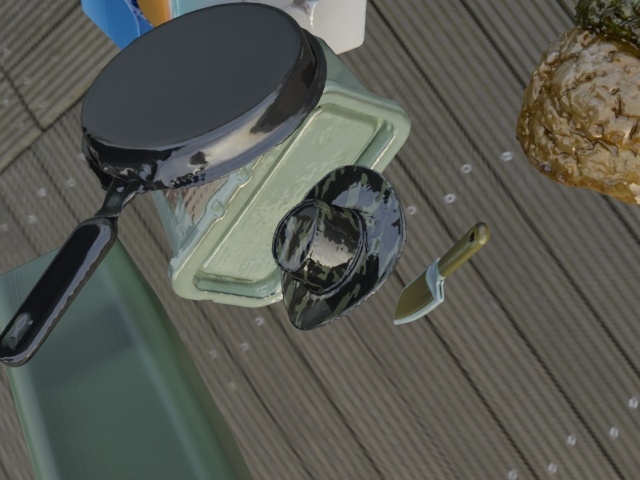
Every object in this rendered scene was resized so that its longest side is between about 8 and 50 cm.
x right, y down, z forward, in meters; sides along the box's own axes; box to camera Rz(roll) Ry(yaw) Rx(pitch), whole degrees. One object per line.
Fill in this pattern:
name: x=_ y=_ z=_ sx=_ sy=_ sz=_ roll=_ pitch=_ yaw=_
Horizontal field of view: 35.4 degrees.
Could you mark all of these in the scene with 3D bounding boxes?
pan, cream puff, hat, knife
pan: x=-0.086 y=-0.040 z=0.489 sx=0.136 sy=0.235 sz=0.028 roll=12 pitch=147 yaw=34
cream puff: x=0.226 y=-0.129 z=0.674 sx=0.183 sy=0.183 sz=0.169 roll=12 pitch=118 yaw=19
hat: x=0.000 y=0.000 z=0.674 sx=0.121 sy=0.050 sz=0.121 roll=-21 pitch=56 yaw=36
knife: x=0.153 y=0.057 z=1.355 sx=0.027 sy=0.343 sz=0.061 roll=4 pitch=70 yaw=-13

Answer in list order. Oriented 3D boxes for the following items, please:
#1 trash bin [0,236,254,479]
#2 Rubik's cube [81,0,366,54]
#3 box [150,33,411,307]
trash bin: x=-0.159 y=0.186 z=0.908 sx=0.158 sy=0.223 sz=0.344 roll=-25 pitch=61 yaw=-4
Rubik's cube: x=-0.130 y=-0.387 z=1.258 sx=0.291 sy=0.291 sz=0.291 roll=44 pitch=146 yaw=38
box: x=-0.069 y=-0.094 z=1.151 sx=0.312 sy=0.175 sz=0.182 roll=-53 pitch=48 yaw=26
